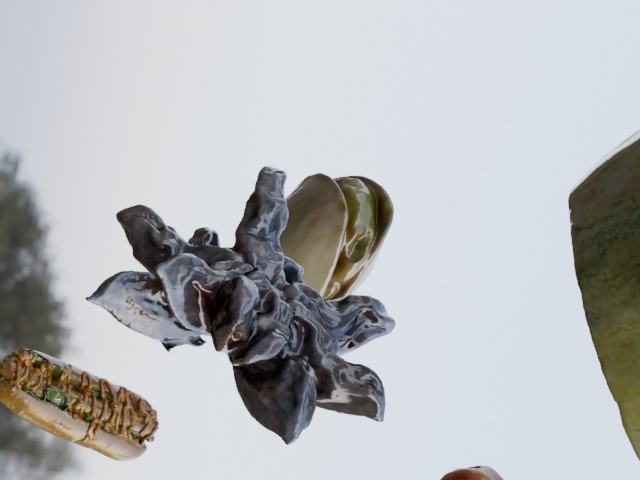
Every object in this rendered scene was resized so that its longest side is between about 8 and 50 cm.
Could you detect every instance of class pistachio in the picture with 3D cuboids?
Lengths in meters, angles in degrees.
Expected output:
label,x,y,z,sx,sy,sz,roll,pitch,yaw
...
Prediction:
label,x,y,z,sx,sy,sz,roll,pitch,yaw
pistachio,0.000,0.000,2.254,0.215,0.144,0.144,-49,-150,45

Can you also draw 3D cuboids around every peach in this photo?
label,x,y,z,sx,sy,sz,roll,pitch,yaw
peach,0.167,0.302,2.229,0.061,0.098,0.098,6,97,-63

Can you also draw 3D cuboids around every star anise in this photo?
label,x,y,z,sx,sy,sz,roll,pitch,yaw
star anise,-0.054,0.055,1.629,0.129,0.283,0.212,-48,174,34

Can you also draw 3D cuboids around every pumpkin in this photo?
label,x,y,z,sx,sy,sz,roll,pitch,yaw
pumpkin,0.304,0.051,1.461,0.199,0.332,0.332,-27,-148,13

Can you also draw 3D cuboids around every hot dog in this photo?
label,x,y,z,sx,sy,sz,roll,pitch,yaw
hot dog,-0.233,0.160,1.915,0.055,0.188,0.072,-27,-137,53
